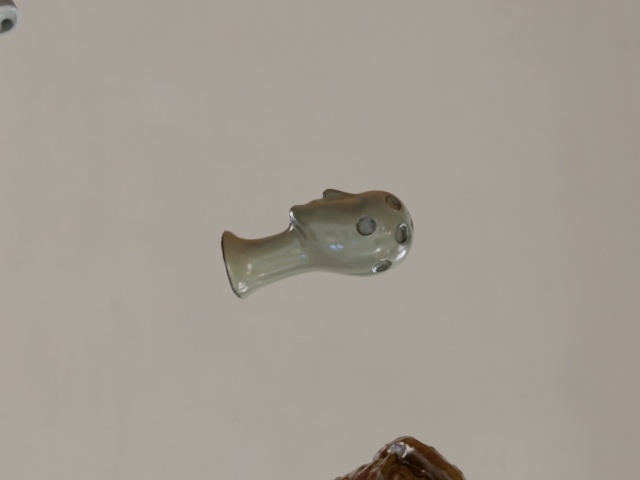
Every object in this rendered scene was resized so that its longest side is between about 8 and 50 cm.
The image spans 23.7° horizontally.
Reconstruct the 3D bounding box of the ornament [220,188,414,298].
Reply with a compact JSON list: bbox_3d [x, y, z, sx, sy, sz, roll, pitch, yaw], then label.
[{"bbox_3d":[0.000,0.000,1.277,0.156,0.081,0.075,-14,-178,7],"label":"ornament"}]

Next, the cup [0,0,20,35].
[{"bbox_3d":[-0.386,-0.137,1.233,0.299,0.173,0.167,-25,146,-16],"label":"cup"}]

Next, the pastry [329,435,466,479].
[{"bbox_3d":[0.085,0.327,1.520,0.132,0.235,0.240,-24,146,-24],"label":"pastry"}]
